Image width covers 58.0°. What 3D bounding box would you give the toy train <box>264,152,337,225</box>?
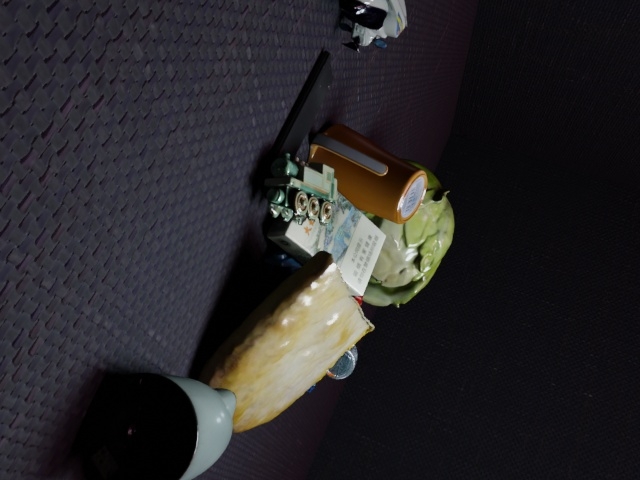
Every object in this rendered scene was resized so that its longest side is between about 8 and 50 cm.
[{"bbox_3d":[-0.036,-0.096,1.102,0.194,0.080,0.125,16,75,-61],"label":"toy train"}]

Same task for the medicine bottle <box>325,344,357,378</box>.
[{"bbox_3d":[0.038,0.345,1.817,0.293,0.141,0.141,-147,-103,-82],"label":"medicine bottle"}]

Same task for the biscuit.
[{"bbox_3d":[-0.077,0.243,1.248,0.446,0.104,0.429,-45,153,0],"label":"biscuit"}]

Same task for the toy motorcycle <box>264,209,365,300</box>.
[{"bbox_3d":[-0.002,0.028,1.400,0.416,0.172,0.232,-24,120,-51],"label":"toy motorcycle"}]

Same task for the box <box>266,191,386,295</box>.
[{"bbox_3d":[0.021,-0.010,1.268,0.256,0.069,0.164,39,62,-32],"label":"box"}]

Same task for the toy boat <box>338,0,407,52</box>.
[{"bbox_3d":[0.092,-0.448,1.114,0.269,0.140,0.141,52,59,-76],"label":"toy boat"}]

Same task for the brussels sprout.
[{"bbox_3d":[0.238,-0.044,1.782,0.361,0.342,0.425,-44,163,-46],"label":"brussels sprout"}]

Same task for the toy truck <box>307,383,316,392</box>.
[{"bbox_3d":[-0.052,0.356,1.629,0.208,0.126,0.113,-59,177,37],"label":"toy truck"}]

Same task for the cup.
[{"bbox_3d":[0.094,-0.153,1.304,0.182,0.264,0.226,-60,154,-5],"label":"cup"}]

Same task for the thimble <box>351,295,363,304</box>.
[{"bbox_3d":[0.021,0.177,1.612,0.163,0.189,0.125,-126,-141,-50],"label":"thimble"}]

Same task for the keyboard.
[{"bbox_3d":[-0.044,-0.227,1.136,0.101,0.018,0.310,74,39,-69],"label":"keyboard"}]

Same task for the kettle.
[{"bbox_3d":[-0.247,0.303,0.876,0.221,0.161,0.236,-40,165,-3],"label":"kettle"}]
